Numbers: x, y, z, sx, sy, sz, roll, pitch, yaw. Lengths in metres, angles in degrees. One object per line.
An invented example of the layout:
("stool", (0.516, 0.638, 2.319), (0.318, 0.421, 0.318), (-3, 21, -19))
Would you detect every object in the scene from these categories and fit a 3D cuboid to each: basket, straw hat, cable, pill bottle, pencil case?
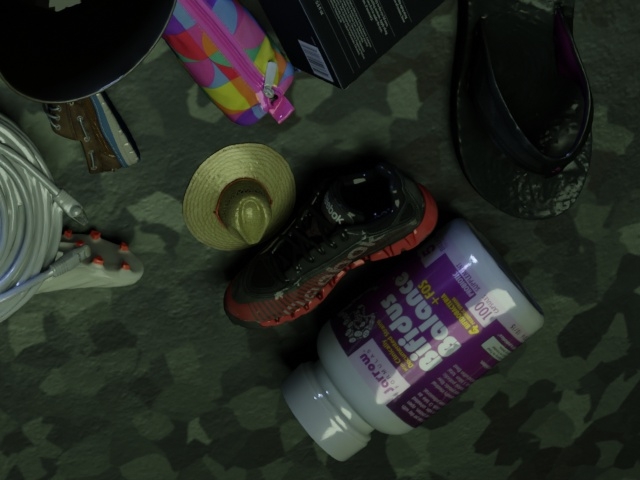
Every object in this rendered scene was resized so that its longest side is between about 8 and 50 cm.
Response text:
("basket", (-0.240, -0.267, 1.505), (0.154, 0.227, 0.204), (26, 111, -34))
("straw hat", (-0.084, -0.033, 1.831), (0.144, 0.061, 0.144), (-10, 126, -14))
("cable", (-0.395, -0.023, 1.655), (0.257, 0.089, 0.257), (-39, 110, -17))
("pill bottle", (0.104, 0.125, 1.941), (0.301, 0.169, 0.169), (-40, 127, 8))
("pencil case", (-0.117, -0.220, 1.667), (0.104, 0.104, 0.236), (-38, 127, 8))

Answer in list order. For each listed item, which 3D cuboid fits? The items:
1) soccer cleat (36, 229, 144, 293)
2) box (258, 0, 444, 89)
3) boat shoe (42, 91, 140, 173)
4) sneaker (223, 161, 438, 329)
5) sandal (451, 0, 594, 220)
("soccer cleat", (-0.296, 0.029, 1.797), (0.196, 0.068, 0.076), (8, 125, -17))
("box", (0.012, -0.313, 1.615), (0.184, 0.103, 0.261), (-40, 129, -15))
("boat shoe", (-0.253, -0.136, 1.693), (0.066, 0.066, 0.183), (-26, 128, 0))
("sneaker", (0.000, 0.000, 1.844), (0.276, 0.097, 0.135), (-31, 150, 0))
("sandal", (0.230, -0.188, 1.811), (0.167, 0.107, 0.446), (-18, 128, -8))
